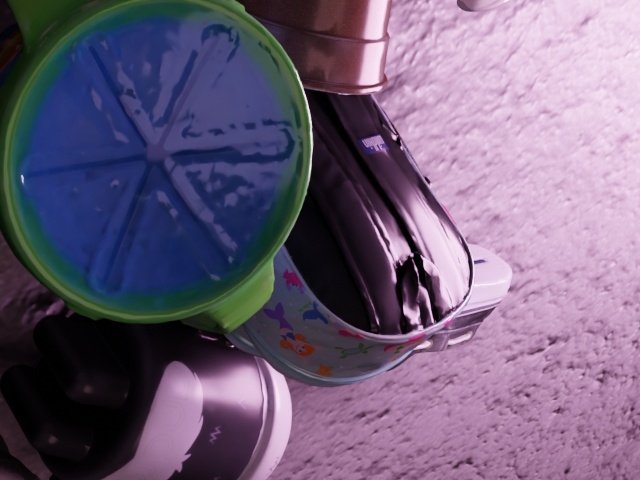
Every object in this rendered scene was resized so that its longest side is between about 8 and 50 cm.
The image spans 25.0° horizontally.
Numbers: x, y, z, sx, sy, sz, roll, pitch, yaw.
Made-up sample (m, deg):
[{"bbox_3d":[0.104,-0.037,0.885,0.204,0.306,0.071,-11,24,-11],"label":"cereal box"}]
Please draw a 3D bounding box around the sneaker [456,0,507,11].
[{"bbox_3d":[0.178,-0.275,1.349,0.152,0.053,0.061,-44,131,-11],"label":"sneaker"}]

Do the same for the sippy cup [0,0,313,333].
[{"bbox_3d":[-0.158,-0.077,1.065,0.240,0.224,0.305,-3,104,-29],"label":"sippy cup"}]

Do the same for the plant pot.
[{"bbox_3d":[-0.005,-0.222,1.161,0.167,0.167,0.165,-1,115,-39],"label":"plant pot"}]

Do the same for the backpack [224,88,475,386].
[{"bbox_3d":[0.000,0.000,1.248,0.225,0.253,0.191,-22,160,-46],"label":"backpack"}]

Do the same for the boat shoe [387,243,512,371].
[{"bbox_3d":[0.069,0.083,1.489,0.335,0.121,0.119,-4,120,-40],"label":"boat shoe"}]

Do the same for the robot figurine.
[{"bbox_3d":[-0.153,0.149,1.325,0.209,0.174,0.278,-18,155,37],"label":"robot figurine"}]

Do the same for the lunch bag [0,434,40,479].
[{"bbox_3d":[-0.410,0.263,1.201,0.235,0.169,0.287,24,101,-45],"label":"lunch bag"}]
